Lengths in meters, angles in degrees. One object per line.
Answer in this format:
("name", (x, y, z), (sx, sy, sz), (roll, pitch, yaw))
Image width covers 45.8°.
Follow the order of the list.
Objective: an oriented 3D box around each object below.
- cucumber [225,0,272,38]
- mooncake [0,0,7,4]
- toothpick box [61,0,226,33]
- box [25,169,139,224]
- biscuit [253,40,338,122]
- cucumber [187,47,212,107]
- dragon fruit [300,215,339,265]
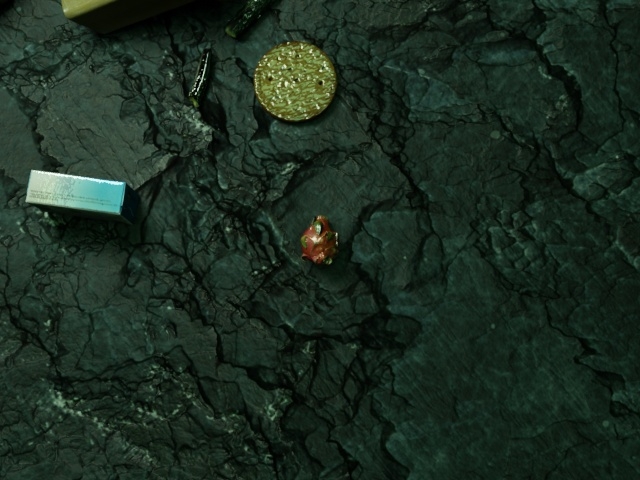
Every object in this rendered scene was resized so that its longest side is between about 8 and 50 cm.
("cucumber", (-0.119, -0.552, 1.692), (0.256, 0.044, 0.043), (-51, 45, -8))
("mooncake", (-0.791, -0.612, 1.620), (0.291, 0.161, 0.290), (0, 86, -3))
("toothpick box", (-0.378, -0.562, 1.578), (0.308, 0.190, 0.187), (-13, 86, 23))
("box", (-0.494, -0.089, 1.586), (0.194, 0.139, 0.073), (8, 83, -1))
("biscuit", (-0.055, -0.351, 1.683), (0.188, 0.027, 0.187), (0, 83, -2))
("cucumber", (-0.261, -0.360, 1.675), (0.034, 0.033, 0.134), (24, 82, -37))
("dragon fruit", (-0.001, -0.002, 1.624), (0.081, 0.086, 0.116), (-12, 74, 35))
